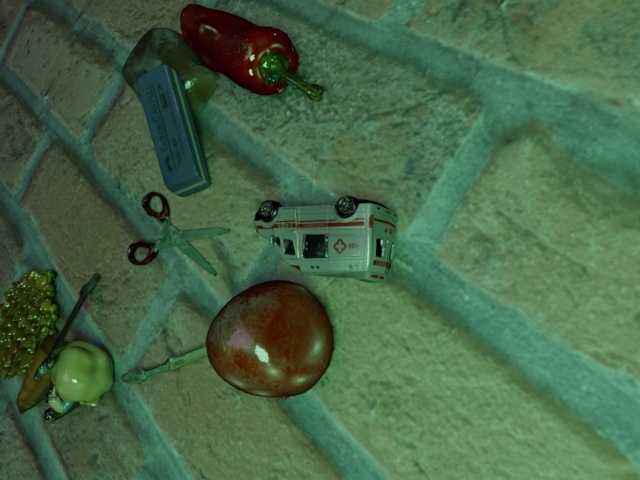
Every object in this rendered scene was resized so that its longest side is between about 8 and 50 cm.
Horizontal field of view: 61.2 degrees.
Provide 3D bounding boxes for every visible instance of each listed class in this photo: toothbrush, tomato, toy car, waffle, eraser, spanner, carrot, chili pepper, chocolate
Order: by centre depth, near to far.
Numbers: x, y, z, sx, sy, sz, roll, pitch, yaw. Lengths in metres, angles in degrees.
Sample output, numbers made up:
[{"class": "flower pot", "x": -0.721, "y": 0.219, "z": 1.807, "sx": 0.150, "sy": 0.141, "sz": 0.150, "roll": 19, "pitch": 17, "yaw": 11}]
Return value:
[{"class": "tomato", "x": -0.073, "y": 0.130, "z": 0.725, "sx": 0.167, "sy": 0.167, "sz": 0.167, "roll": -10, "pitch": 73, "yaw": 34}, {"class": "toy car", "x": 0.000, "y": 0.000, "z": 0.742, "sx": 0.210, "sy": 0.089, "sz": 0.108, "roll": 0, "pitch": 84, "yaw": 33}, {"class": "toothbrush", "x": -0.229, "y": 0.198, "z": 0.901, "sx": 0.294, "sy": 0.028, "sz": 0.026, "roll": -23, "pitch": 67, "yaw": 25}, {"class": "chili pepper", "x": -0.136, "y": -0.322, "z": 0.909, "sx": 0.387, "sy": 0.110, "sz": 0.110, "roll": 39, "pitch": 102, "yaw": 39}, {"class": "eraser", "x": -0.261, "y": -0.192, "z": 0.963, "sx": 0.082, "sy": 0.036, "sz": 0.225, "roll": -14, "pitch": 91, "yaw": 30}, {"class": "spanner", "x": -0.470, "y": 0.155, "z": 1.012, "sx": 0.054, "sy": 0.015, "sz": 0.254, "roll": -35, "pitch": 29, "yaw": 26}, {"class": "chocolate", "x": -0.316, "y": -0.327, "z": 1.058, "sx": 0.157, "sy": 0.080, "sz": 0.254, "roll": -51, "pitch": 55, "yaw": 15}, {"class": "carrot", "x": -0.578, "y": 0.287, "z": 1.111, "sx": 0.205, "sy": 0.072, "sz": 0.072, "roll": -51, "pitch": 55, "yaw": 21}, {"class": "waffle", "x": -0.654, "y": 0.186, "z": 1.197, "sx": 0.231, "sy": 0.051, "sz": 0.228, "roll": -27, "pitch": 65, "yaw": 29}]

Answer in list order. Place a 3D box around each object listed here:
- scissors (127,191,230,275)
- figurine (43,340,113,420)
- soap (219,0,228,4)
[{"class": "scissors", "x": -0.260, "y": -0.004, "z": 0.978, "sx": 0.248, "sy": 0.017, "sz": 0.144, "roll": 14, "pitch": 88, "yaw": 36}, {"class": "figurine", "x": -0.469, "y": 0.267, "z": 1.012, "sx": 0.196, "sy": 0.108, "sz": 0.114, "roll": -37, "pitch": 42, "yaw": 31}, {"class": "soap", "x": -0.213, "y": -0.563, "z": 1.050, "sx": 0.122, "sy": 0.065, "sz": 0.203, "roll": -48, "pitch": 56, "yaw": 17}]
